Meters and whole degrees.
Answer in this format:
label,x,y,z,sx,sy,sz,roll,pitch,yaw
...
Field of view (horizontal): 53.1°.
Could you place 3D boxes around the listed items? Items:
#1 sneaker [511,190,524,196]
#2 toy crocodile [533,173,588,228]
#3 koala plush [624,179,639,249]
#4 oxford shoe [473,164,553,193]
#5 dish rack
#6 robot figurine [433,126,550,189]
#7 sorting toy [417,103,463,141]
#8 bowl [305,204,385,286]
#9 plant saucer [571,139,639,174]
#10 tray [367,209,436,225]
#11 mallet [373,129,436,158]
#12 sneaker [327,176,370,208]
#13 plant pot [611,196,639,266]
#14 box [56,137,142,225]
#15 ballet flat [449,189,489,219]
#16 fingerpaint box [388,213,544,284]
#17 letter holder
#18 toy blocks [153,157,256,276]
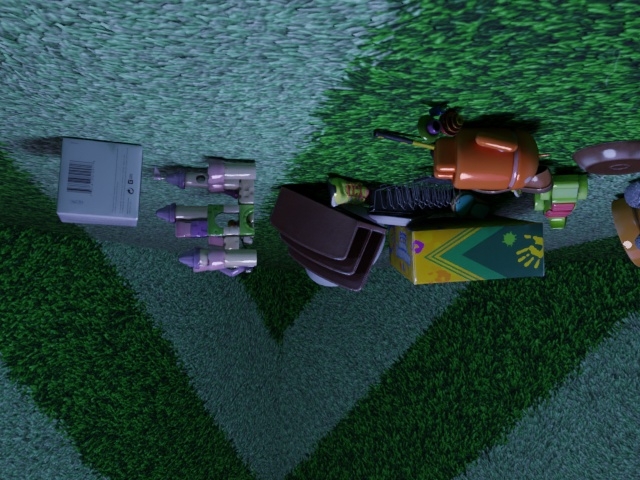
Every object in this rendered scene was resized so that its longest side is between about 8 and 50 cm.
label,x,y,z,sx,sy,sz,roll,pitch,yaw
sneaker,0.546,-0.140,1.749,0.035,0.031,0.083,-5,169,36
toy crocodile,0.634,-0.107,1.698,0.115,0.105,0.340,0,171,12
koala plush,0.900,-0.085,1.577,0.203,0.196,0.221,-10,170,4
oxford shoe,0.454,-0.162,1.562,0.212,0.076,0.076,0,142,25
dish rack,0.279,-0.124,1.726,0.208,0.074,0.271,0,173,-35
robot figurine,0.341,-0.165,1.291,0.219,0.128,0.158,1,129,4
sorting toy,0.226,-0.219,1.178,0.102,0.061,0.042,-20,-174,-35
bowl,0.044,-0.016,2.007,0.298,0.297,0.134,-4,147,33
plant saucer,0.671,-0.180,1.437,0.199,0.036,0.198,1,171,0
tray,0.254,-0.074,1.979,0.145,0.030,0.270,8,-170,23
mallet,0.198,-0.208,1.373,0.190,0.039,0.062,9,173,-14
sneaker,0.083,-0.135,1.760,0.094,0.081,0.208,-7,177,20
plant pot,0.949,-0.051,1.789,0.188,0.205,0.205,-25,157,35
box,-0.517,-0.133,1.509,0.182,0.181,0.119,4,172,-17
ballet flat,0.419,-0.106,1.876,0.073,0.080,0.232,37,-168,33
fingerpaint box,0.424,0.020,1.976,0.371,0.163,0.445,-3,-174,-3
letter holder,0.000,0.000,1.836,0.302,0.214,0.152,27,-172,36
toy blocks,-0.306,-0.051,1.696,0.260,0.288,0.309,-1,175,-8
